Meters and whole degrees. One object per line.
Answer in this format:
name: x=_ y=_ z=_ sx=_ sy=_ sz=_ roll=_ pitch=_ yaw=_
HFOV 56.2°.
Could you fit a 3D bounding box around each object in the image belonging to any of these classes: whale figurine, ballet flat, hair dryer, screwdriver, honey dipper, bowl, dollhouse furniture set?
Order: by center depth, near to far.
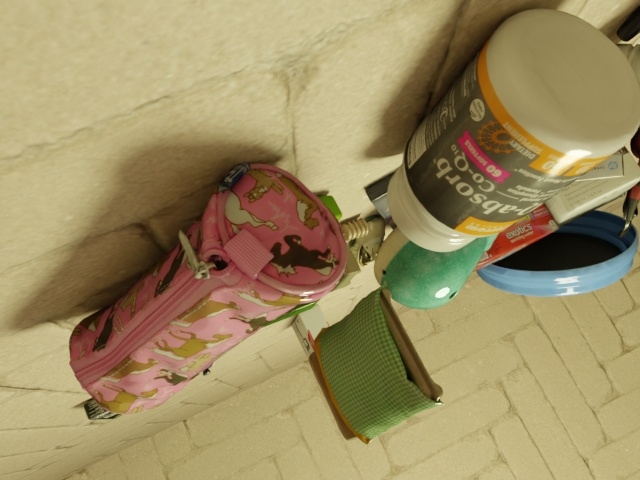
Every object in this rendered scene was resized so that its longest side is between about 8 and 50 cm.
screwdriver: x=0.399 y=-0.285 z=0.656 sx=0.025 sy=0.024 sz=0.170 roll=16 pitch=142 yaw=-26
dollhouse furniture set: x=-0.013 y=0.122 z=0.769 sx=0.151 sy=0.301 sz=0.197 roll=-14 pitch=157 yaw=-32
honey dipper: x=0.000 y=0.000 z=0.939 sx=0.161 sy=0.030 sz=0.030 roll=-18 pitch=164 yaw=-22
whale figurine: x=0.229 y=0.029 z=1.061 sx=0.272 sy=0.141 sz=0.216 roll=-17 pitch=145 yaw=-29
ballet flat: x=0.091 y=0.006 z=1.070 sx=0.057 sy=0.052 sz=0.168 roll=-24 pitch=165 yaw=-11
hair dryer: x=0.739 y=-0.166 z=1.346 sx=0.223 sy=0.080 sz=0.293 roll=-67 pitch=163 yaw=-50
bowl: x=0.567 y=0.023 z=1.482 sx=0.392 sy=0.077 sz=0.391 roll=-10 pitch=-159 yaw=4

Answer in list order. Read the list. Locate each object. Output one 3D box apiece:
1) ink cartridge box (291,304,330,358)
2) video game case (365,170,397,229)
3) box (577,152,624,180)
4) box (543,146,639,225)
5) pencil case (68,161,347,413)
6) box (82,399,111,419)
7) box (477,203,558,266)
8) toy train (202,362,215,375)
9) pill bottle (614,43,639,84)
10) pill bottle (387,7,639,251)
ink cartridge box: x=-0.020 y=0.249 z=1.617 sx=0.063 sy=0.109 sz=0.150 roll=-23 pitch=165 yaw=-18
video game case: x=0.183 y=-0.089 z=0.958 sx=0.196 sy=0.026 sz=0.274 roll=-29 pitch=167 yaw=9
box: x=0.381 y=-0.116 z=0.977 sx=0.186 sy=0.038 sz=0.145 roll=-6 pitch=-172 yaw=19
box: x=0.583 y=-0.126 z=1.342 sx=0.181 sy=0.119 sz=0.182 roll=-27 pitch=165 yaw=2
pencil case: x=-0.145 y=0.073 z=0.682 sx=0.167 sy=0.160 sz=0.386 roll=26 pitch=136 yaw=-29
box: x=-0.437 y=0.364 z=1.418 sx=0.191 sy=0.045 sz=0.184 roll=-25 pitch=168 yaw=-9
box: x=0.381 y=-0.019 z=1.342 sx=0.257 sy=0.128 sz=0.122 roll=-21 pitch=166 yaw=-24
toy train: x=-0.250 y=0.191 z=1.009 sx=0.080 sy=0.105 sz=0.184 roll=-35 pitch=164 yaw=29
pill bottle: x=0.446 y=-0.176 z=0.705 sx=0.229 sy=0.131 sz=0.131 roll=14 pitch=-170 yaw=32
pill bottle: x=0.187 y=-0.098 z=0.654 sx=0.162 sy=0.162 sz=0.278 roll=-20 pitch=164 yaw=-26
